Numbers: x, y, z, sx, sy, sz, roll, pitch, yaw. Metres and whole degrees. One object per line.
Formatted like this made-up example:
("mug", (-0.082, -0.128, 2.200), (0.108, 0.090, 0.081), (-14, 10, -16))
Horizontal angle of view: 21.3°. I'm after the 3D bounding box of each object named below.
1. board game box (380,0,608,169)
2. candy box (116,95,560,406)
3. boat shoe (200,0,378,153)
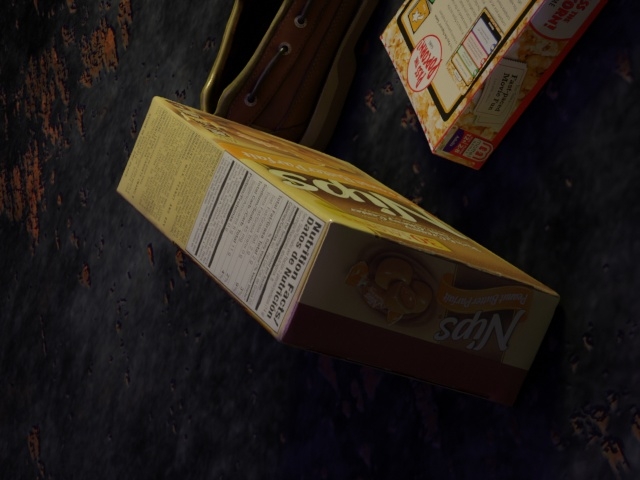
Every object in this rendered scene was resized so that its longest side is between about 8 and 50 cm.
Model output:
("board game box", (0.127, -0.170, 1.194), (0.193, 0.045, 0.147), (-54, 35, 29))
("candy box", (0.000, 0.000, 1.174), (0.316, 0.183, 0.087), (35, 106, 59))
("boat shoe", (-0.013, -0.218, 1.390), (0.110, 0.104, 0.307), (2, 76, 59))
